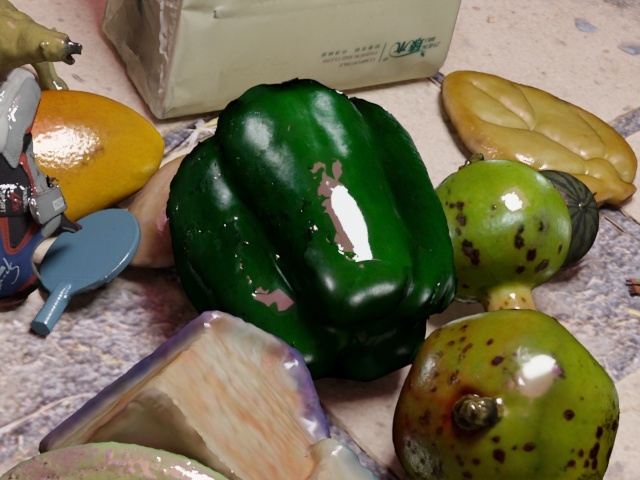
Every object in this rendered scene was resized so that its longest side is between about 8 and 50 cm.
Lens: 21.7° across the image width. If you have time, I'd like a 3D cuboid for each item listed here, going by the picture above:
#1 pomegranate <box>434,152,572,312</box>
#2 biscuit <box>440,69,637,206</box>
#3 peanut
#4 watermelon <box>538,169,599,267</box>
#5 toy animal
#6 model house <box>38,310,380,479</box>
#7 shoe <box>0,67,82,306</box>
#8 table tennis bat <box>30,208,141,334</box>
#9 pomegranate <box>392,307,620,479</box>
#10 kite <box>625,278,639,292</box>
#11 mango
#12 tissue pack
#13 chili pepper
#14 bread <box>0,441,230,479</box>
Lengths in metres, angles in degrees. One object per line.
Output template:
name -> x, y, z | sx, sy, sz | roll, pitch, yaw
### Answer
pomegranate -> 0.177, 0.023, 1.635 | 0.156, 0.156, 0.220 | -19, 93, -35
biscuit -> 0.246, -0.120, 1.904 | 0.260, 0.041, 0.203 | 37, 44, 20
peanut -> -0.147, -0.025, 1.638 | 0.076, 0.076, 0.152 | 24, 51, 9
watermelon -> 0.244, -0.025, 1.729 | 0.105, 0.133, 0.105 | 10, 69, -27
toy animal -> -0.341, -0.224, 1.777 | 0.103, 0.101, 0.218 | -21, 52, -38
model house -> -0.064, 0.229, 1.286 | 0.312, 0.245, 0.280 | 48, 14, -3
shoe -> -0.273, -0.040, 1.531 | 0.125, 0.228, 0.099 | 16, -2, -14
table tennis bat -> -0.226, 0.026, 1.566 | 0.100, 0.019, 0.155 | 1, 46, 30
pomegranate -> 0.168, 0.143, 1.467 | 0.198, 0.198, 0.246 | 24, 33, 9
kite -> 0.441, 0.056, 1.797 | 0.244, 0.006, 0.198 | -1, 44, -21
mango -> -0.255, -0.082, 1.644 | 0.217, 0.102, 0.141 | -9, 52, -24
tissue pack -> -0.028, -0.316, 1.841 | 0.380, 0.297, 0.207 | -12, 46, -28
chili pepper -> 0.000, 0.000, 1.534 | 0.248, 0.233, 0.257 | -3, 47, -32
bread -> -0.147, 0.283, 1.136 | 0.301, 0.301, 0.045 | 21, 9, 6
